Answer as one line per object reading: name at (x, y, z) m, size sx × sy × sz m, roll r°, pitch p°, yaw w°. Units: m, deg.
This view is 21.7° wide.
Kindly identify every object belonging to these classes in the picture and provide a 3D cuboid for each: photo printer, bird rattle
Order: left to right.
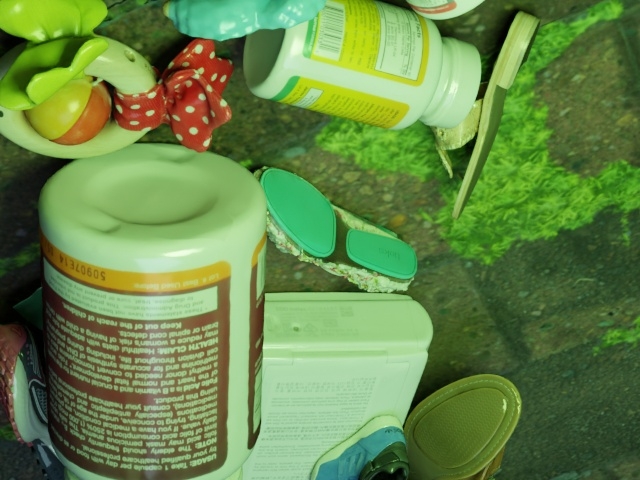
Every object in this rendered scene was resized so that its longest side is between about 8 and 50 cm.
bird rattle at (-0.214, -0.149, 1.585) m, size 0.207 × 0.143 × 0.253 m, roll -29°, pitch 149°, yaw 34°
photo printer at (-0.023, 0.193, 1.966) m, size 0.256 × 0.107 × 0.307 m, roll 0°, pitch 137°, yaw -14°

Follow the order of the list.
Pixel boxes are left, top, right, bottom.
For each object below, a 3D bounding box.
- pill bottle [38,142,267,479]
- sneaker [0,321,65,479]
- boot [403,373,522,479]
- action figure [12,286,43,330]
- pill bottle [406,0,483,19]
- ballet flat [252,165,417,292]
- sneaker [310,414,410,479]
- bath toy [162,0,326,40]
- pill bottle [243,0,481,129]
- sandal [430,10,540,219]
pill bottle at (-0.170, 0.119, 1.706) m, size 0.224 × 0.224 × 0.392 m, roll -2°, pitch 121°, yaw -10°
sneaker at (-0.299, 0.178, 1.898) m, size 0.112 × 0.121 × 0.299 m, roll -26°, pitch 145°, yaw -5°
boot at (0.186, 0.248, 2.023) m, size 0.220 × 0.109 × 0.283 m, roll -12°, pitch 141°, yaw -54°
action figure at (-0.224, 0.112, 1.876) m, size 0.137 × 0.063 × 0.232 m, roll -25°, pitch 139°, yaw 10°
pill bottle at (0.082, -0.289, 1.472) m, size 0.108 × 0.108 × 0.180 m, roll -28°, pitch 135°, yaw 18°
ballet flat at (0.000, 0.000, 1.788) m, size 0.241 × 0.091 × 0.077 m, roll 31°, pitch 146°, yaw -32°
sneaker at (0.046, 0.277, 1.930) m, size 0.058 × 0.084 × 0.152 m, roll 24°, pitch 126°, yaw -36°
bath toy at (-0.094, -0.326, 1.378) m, size 0.129 × 0.151 × 0.348 m, roll 16°, pitch 145°, yaw 31°
pill bottle at (0.042, -0.171, 1.584) m, size 0.208 × 0.117 × 0.117 m, roll 12°, pitch 133°, yaw -23°
sandal at (0.146, -0.137, 1.692) m, size 0.079 × 0.088 × 0.240 m, roll 25°, pitch 126°, yaw 8°
